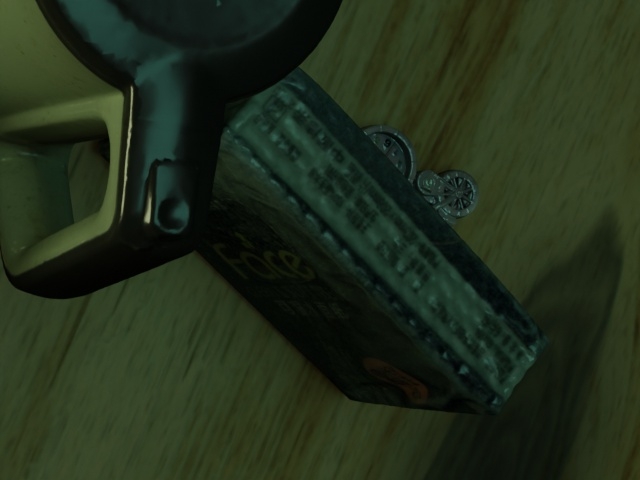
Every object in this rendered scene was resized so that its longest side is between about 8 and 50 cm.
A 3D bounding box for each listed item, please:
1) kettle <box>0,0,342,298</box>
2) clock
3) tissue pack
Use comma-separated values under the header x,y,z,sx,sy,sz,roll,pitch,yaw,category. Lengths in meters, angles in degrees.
x,y,z,sx,sy,sz,roll,pitch,yaw,category
-0.164,-0.141,1.249,0.250,0.377,0.361,11,86,-28,kettle
0.071,-0.043,1.567,0.129,0.041,0.087,22,78,-21,clock
0.000,0.000,1.426,0.315,0.228,0.103,46,67,-21,tissue pack
